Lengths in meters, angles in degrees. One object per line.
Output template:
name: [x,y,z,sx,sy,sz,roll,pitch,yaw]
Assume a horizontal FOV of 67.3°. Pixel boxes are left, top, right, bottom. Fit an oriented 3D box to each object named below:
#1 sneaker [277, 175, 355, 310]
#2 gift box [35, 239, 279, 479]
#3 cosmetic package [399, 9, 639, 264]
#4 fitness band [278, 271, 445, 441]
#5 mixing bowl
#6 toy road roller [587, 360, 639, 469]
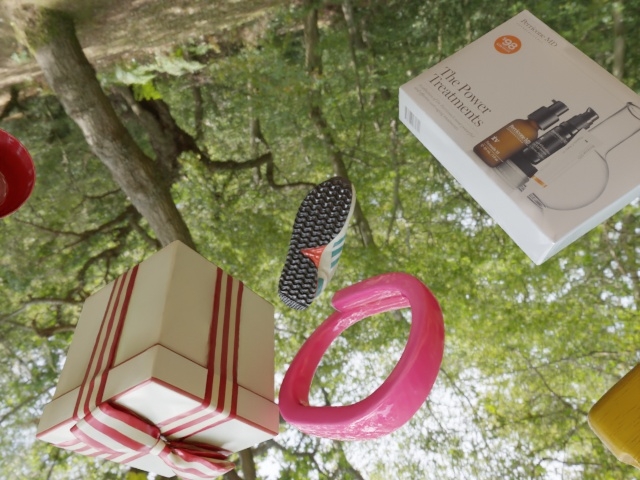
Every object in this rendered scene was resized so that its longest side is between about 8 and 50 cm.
sneaker: [0.000,0.000,0.565,0.057,0.161,0.075,22,-168,12]
gift box: [-0.224,0.205,0.707,0.276,0.255,0.258,-34,-141,25]
cosmetic package: [0.357,-0.190,0.814,0.284,0.097,0.377,-32,-115,-8]
fitness band: [0.043,0.145,0.611,0.291,0.054,0.209,-29,-151,53]
mixing bowl: [-0.608,-0.105,0.846,0.181,0.181,0.098,-36,-173,-34]
toy road roller: [0.343,0.177,0.309,0.202,0.329,0.240,-53,-145,19]
